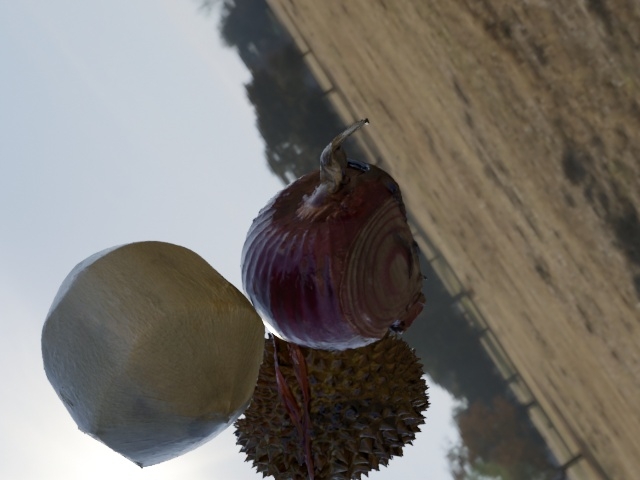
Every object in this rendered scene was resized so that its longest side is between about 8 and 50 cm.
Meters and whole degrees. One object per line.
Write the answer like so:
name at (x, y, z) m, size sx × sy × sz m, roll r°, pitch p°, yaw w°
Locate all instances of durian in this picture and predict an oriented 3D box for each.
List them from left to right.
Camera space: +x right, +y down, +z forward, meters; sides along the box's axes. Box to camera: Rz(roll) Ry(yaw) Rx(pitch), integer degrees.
durian at (0.018, 0.300, 1.855) m, size 0.347 × 0.384 × 0.348 m, roll 38°, pitch 145°, yaw 33°

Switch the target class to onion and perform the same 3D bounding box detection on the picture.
onion at (0.001, 0.028, 1.354) m, size 0.272 × 0.230 × 0.256 m, roll 57°, pitch 159°, yaw -7°

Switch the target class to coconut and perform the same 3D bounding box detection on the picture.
coconut at (-0.185, 0.137, 1.147) m, size 0.247 × 0.245 × 0.245 m, roll 46°, pitch 176°, yaw 37°
